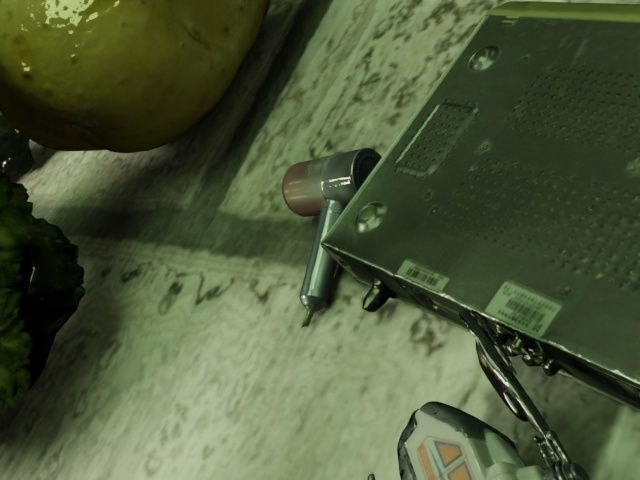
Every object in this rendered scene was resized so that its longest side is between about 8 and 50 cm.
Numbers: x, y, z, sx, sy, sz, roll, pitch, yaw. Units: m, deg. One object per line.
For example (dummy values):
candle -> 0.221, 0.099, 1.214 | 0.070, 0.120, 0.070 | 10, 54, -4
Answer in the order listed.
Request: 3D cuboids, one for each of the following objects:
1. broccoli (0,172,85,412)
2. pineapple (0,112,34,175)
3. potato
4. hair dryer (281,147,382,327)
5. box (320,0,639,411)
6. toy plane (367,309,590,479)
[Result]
broccoli -> -0.338, 0.004, 0.593 | 0.277, 0.317, 0.338 | -29, 64, -20
pineapple -> -0.346, -0.113, 0.879 | 0.251, 0.125, 0.125 | -19, 46, 24
potato -> -0.170, -0.173, 0.681 | 0.285, 0.242, 0.242 | -2, 55, 26
hair dryer -> 0.000, 0.000, 0.506 | 0.063, 0.037, 0.114 | -8, 60, 42
box -> 0.132, -0.026, 0.387 | 0.211, 0.045, 0.270 | -53, 38, -9
toy plane -> 0.073, 0.120, 0.299 | 0.078, 0.053, 0.197 | -48, 39, 23
